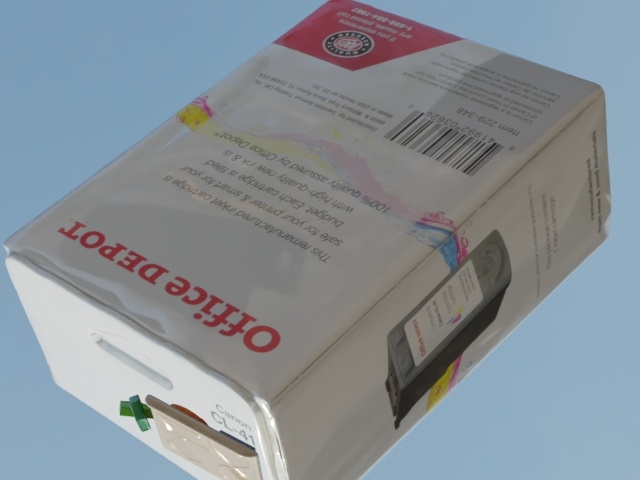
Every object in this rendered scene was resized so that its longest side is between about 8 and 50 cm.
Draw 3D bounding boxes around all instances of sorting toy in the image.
[{"bbox_3d":[-0.060,0.086,0.723,0.012,0.083,0.062,-56,-20,-21],"label":"sorting toy"}]

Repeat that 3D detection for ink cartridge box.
[{"bbox_3d":[0.000,0.000,0.979,0.306,0.226,0.131,-41,-41,-28],"label":"ink cartridge box"}]
